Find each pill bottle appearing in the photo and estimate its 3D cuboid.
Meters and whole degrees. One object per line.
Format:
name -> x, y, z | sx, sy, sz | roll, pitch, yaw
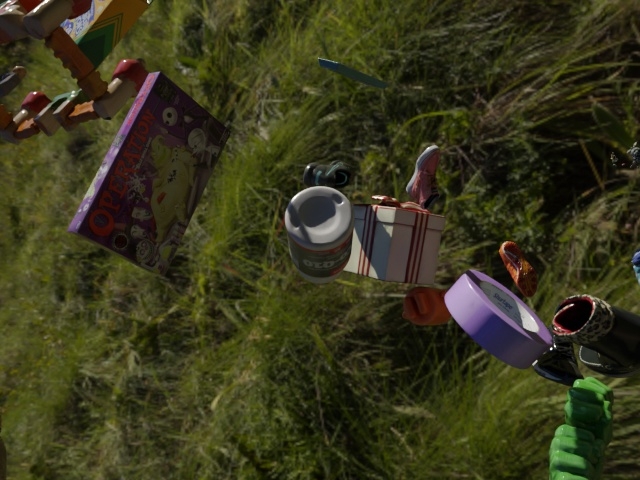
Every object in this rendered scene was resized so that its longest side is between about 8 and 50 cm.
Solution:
pill bottle -> 0.000, 0.000, 1.394 | 0.283, 0.161, 0.161 | 88, -177, -66

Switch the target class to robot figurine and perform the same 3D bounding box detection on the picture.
robot figurine -> 0.358, 0.215, 1.834 | 0.219, 0.128, 0.158 | 11, -72, -53

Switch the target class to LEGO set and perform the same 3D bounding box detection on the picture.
LEGO set -> 0.662, -0.177, 1.186 | 0.023, 0.083, 0.054 | -5, -108, -67

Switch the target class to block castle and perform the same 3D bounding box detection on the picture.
block castle -> -0.673, -0.432, 1.368 | 0.303, 0.454, 0.212 | 57, -139, -38

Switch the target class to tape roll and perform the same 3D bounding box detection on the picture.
tape roll -> 0.456, 0.198, 1.441 | 0.090, 0.275, 0.274 | -53, 14, 21

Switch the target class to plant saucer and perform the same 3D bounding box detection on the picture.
plant saucer -> 0.077, -0.373, 1.264 | 0.192, 0.067, 0.018 | 1, -69, -49

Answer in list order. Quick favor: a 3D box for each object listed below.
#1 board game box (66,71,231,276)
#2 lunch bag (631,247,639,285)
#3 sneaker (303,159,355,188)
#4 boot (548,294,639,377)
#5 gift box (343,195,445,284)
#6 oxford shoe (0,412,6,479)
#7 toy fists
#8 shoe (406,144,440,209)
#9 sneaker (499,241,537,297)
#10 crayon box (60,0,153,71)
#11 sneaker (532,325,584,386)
board game box -> -0.322, -0.126, 1.102 | 0.208, 0.056, 0.346 | 35, -111, -42
lunch bag -> 0.590, 0.028, 0.822 | 0.219, 0.176, 0.090 | -26, 69, 43
sneaker -> 0.053, -0.193, 1.753 | 0.267, 0.106, 0.101 | -19, -61, -58
boot -> 0.428, 0.145, 0.864 | 0.236, 0.179, 0.085 | 130, 159, -73
gift box -> 0.213, -0.009, 1.806 | 0.276, 0.255, 0.258 | 12, 94, 49
oxford shoe -> -0.672, 0.367, 0.807 | 0.146, 0.397, 0.140 | 59, 143, 25
toy fists -> 0.516, 0.392, 1.097 | 0.279, 0.096, 0.142 | -45, -56, -40
shoe -> 0.286, -0.160, 1.465 | 0.081, 0.064, 0.178 | 56, 149, 28
sneaker -> 0.581, 0.085, 1.640 | 0.067, 0.064, 0.175 | 76, 177, -69
crayon box -> -0.565, -0.621, 1.487 | 0.083, 0.323, 0.203 | 26, -147, -48
sneaker -> 0.638, 0.303, 1.521 | 0.283, 0.107, 0.124 | -71, -2, -84
